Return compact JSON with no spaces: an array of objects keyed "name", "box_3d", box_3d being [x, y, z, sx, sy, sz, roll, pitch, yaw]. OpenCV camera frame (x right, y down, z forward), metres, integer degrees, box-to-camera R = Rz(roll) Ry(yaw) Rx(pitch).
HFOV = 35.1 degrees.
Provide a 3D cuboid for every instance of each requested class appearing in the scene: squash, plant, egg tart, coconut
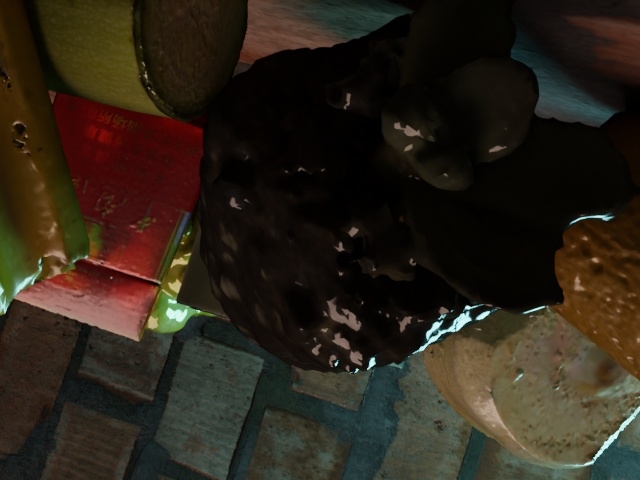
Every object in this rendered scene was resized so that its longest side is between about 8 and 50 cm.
[{"name":"squash","box_3d":[-0.181,-0.165,0.668,0.247,0.132,0.132,15,175,24]},{"name":"plant","box_3d":[0.042,-0.032,0.650,0.213,0.215,0.312,-25,178,-18]},{"name":"egg tart","box_3d":[0.258,0.005,0.728,0.171,0.215,0.215,31,-179,23]},{"name":"coconut","box_3d":[0.258,0.104,1.193,0.297,0.297,0.254,19,-168,-19]}]

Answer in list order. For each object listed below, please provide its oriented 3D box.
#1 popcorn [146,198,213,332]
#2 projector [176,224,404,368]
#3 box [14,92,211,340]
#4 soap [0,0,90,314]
[{"name":"popcorn","box_3d":[-0.200,-0.035,1.467,0.312,0.312,0.312,17,175,1]},{"name":"projector","box_3d":[0.000,0.000,1.222,0.248,0.249,0.248,14,174,21]},{"name":"box","box_3d":[-0.261,-0.046,1.247,0.197,0.313,0.089,20,-154,-12]},{"name":"soap","box_3d":[-0.273,-0.115,0.607,0.204,0.324,0.096,11,-144,27]}]
